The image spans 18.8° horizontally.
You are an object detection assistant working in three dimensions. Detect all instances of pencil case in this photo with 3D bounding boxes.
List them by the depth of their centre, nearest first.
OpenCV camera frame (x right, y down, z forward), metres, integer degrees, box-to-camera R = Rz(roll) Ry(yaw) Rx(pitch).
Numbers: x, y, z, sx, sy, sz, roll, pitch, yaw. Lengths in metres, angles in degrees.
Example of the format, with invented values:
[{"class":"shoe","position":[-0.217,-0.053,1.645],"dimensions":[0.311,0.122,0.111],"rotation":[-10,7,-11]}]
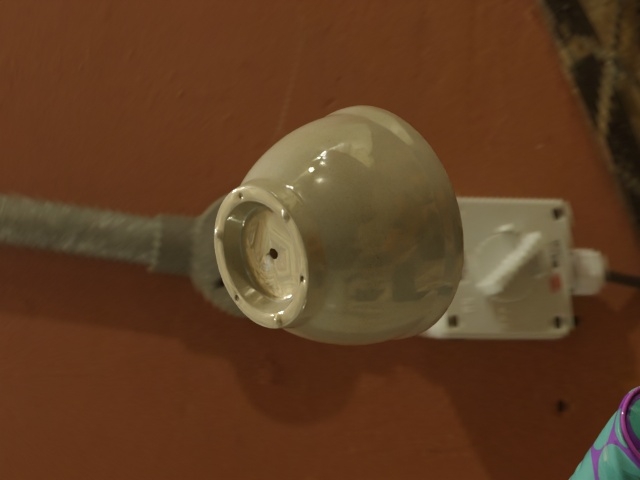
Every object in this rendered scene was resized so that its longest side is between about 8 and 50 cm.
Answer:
[{"class":"pencil case","position":[0.187,0.150,1.202],"dimensions":[0.064,0.152,0.070],"rotation":[27,-127,2]}]

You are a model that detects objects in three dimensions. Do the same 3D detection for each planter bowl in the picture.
[{"class":"planter bowl","position":[0.000,0.000,1.278],"dimensions":[0.109,0.162,0.162],"rotation":[-18,-91,-39]}]
